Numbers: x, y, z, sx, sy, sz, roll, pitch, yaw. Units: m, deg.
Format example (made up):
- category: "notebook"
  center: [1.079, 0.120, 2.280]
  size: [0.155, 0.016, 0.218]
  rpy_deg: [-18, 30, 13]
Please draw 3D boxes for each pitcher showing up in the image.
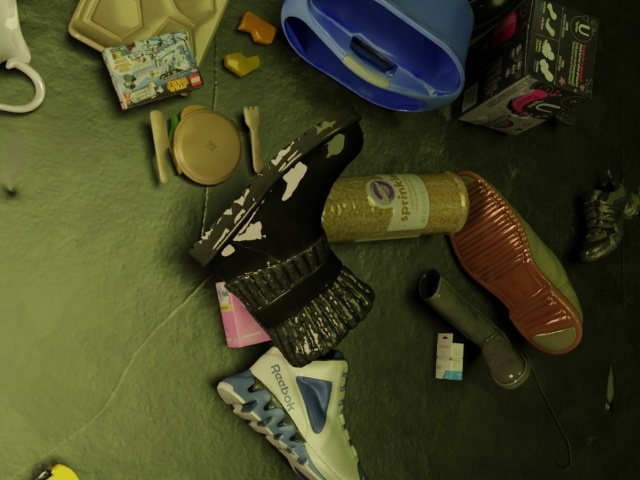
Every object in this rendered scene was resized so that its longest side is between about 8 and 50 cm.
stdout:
- category: "pitcher"
  center: [-0.497, -0.236, 1.027]
  size: [0.207, 0.125, 0.178]
  rpy_deg: [-39, 117, -36]

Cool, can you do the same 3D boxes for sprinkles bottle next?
- category: "sprinkles bottle"
  center: [0.086, -0.057, 1.289]
  size: [0.355, 0.121, 0.121]
  rpy_deg: [-5, 86, -28]

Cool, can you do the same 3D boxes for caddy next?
- category: "caddy"
  center: [0.099, -0.349, 1.267]
  size: [0.341, 0.241, 0.179]
  rpy_deg: [29, 66, -21]

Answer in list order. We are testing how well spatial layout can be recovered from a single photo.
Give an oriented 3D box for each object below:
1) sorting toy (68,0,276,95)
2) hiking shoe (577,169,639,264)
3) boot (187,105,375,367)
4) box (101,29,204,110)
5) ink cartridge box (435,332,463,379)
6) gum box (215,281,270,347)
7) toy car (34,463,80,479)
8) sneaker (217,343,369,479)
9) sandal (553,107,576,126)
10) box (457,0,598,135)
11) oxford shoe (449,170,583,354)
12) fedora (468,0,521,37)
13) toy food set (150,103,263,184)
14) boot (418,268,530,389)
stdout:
- category: "sorting toy"
  center: [-0.230, -0.357, 1.216]
  size: [0.307, 0.041, 0.229]
  rpy_deg: [26, 76, -29]
- category: "hiking shoe"
  center: [0.587, -0.046, 1.574]
  size: [0.114, 0.086, 0.227]
  rpy_deg: [43, 61, -2]
- category: "boot"
  center: [0.000, -0.001, 1.095]
  size: [0.260, 0.348, 0.131]
  rpy_deg: [45, 21, -3]
- category: "box"
  center: [-0.259, -0.267, 1.155]
  size: [0.137, 0.027, 0.094]
  rpy_deg: [-23, 100, -30]
- category: "ink cartridge box"
  center: [0.240, 0.215, 1.373]
  size: [0.028, 0.048, 0.083]
  rpy_deg: [9, 80, -26]
- category: "gum box"
  center: [-0.067, 0.103, 1.224]
  size: [0.188, 0.062, 0.107]
  rpy_deg: [-10, 88, -27]
- category: "toy car"
  center: [-0.438, 0.434, 1.002]
  size: [0.238, 0.053, 0.225]
  rpy_deg: [-8, 88, -27]
- category: "sneaker"
  center: [0.003, 0.281, 1.202]
  size: [0.315, 0.127, 0.182]
  rpy_deg: [48, 68, -12]
- category: "sandal"
  center: [0.463, -0.303, 1.561]
  size: [0.179, 0.040, 0.067]
  rpy_deg: [35, 63, -3]
- category: "box"
  center: [0.384, -0.315, 1.389]
  size: [0.142, 0.247, 0.164]
  rpy_deg: [12, 78, -15]
- category: "oxford shoe"
  center: [0.373, 0.030, 1.442]
  size: [0.397, 0.140, 0.146]
  rpy_deg: [58, 33, -4]
- category: "fedora"
  center: [0.253, -0.523, 1.391]
  size: [0.333, 0.334, 0.153]
  rpy_deg: [-12, 56, -27]
- category: "toy food set"
  center: [-0.187, -0.157, 1.215]
  size: [0.192, 0.038, 0.133]
  rpy_deg: [-9, 95, -33]
- category: "boot"
  center: [0.275, 0.155, 1.340]
  size: [0.076, 0.190, 0.208]
  rpy_deg: [-40, 111, 5]
